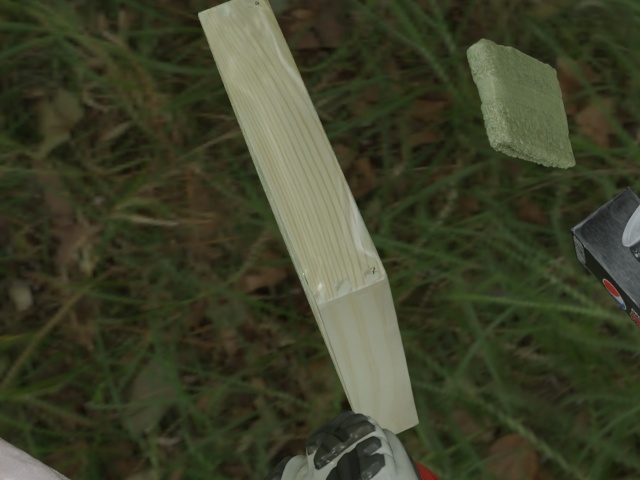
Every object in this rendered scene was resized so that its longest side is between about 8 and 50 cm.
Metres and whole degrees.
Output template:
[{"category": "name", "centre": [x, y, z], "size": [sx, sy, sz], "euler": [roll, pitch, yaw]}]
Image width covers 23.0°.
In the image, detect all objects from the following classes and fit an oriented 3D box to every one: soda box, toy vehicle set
[{"category": "soda box", "centre": [0.258, 0.043, 1.155], "size": [0.060, 0.053, 0.169], "euler": [-36, 61, -2]}, {"category": "toy vehicle set", "centre": [0.000, 0.000, 0.860], "size": [0.035, 0.267, 0.166], "euler": [-22, 68, -2]}]

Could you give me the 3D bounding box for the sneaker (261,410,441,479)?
[{"category": "sneaker", "centre": [0.046, 0.154, 0.487], "size": [0.118, 0.279, 0.107], "euler": [38, 107, -20]}]

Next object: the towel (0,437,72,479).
[{"category": "towel", "centre": [-0.135, 0.210, 1.040], "size": [0.317, 0.332, 0.053], "euler": [35, 77, -17]}]

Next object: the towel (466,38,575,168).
[{"category": "towel", "centre": [0.185, -0.121, 1.434], "size": [0.027, 0.148, 0.110], "euler": [-20, 73, 32]}]
